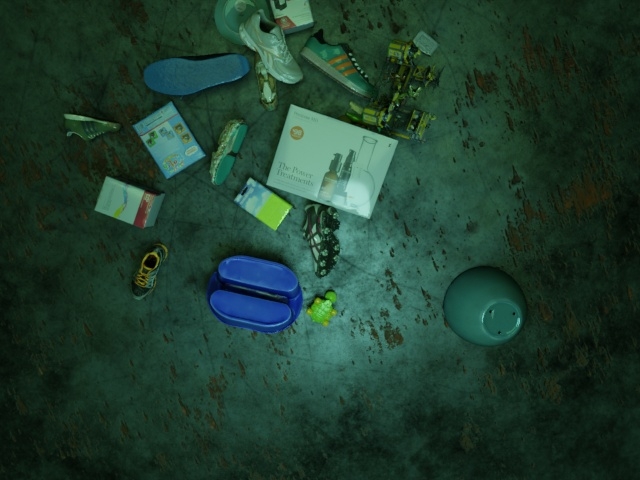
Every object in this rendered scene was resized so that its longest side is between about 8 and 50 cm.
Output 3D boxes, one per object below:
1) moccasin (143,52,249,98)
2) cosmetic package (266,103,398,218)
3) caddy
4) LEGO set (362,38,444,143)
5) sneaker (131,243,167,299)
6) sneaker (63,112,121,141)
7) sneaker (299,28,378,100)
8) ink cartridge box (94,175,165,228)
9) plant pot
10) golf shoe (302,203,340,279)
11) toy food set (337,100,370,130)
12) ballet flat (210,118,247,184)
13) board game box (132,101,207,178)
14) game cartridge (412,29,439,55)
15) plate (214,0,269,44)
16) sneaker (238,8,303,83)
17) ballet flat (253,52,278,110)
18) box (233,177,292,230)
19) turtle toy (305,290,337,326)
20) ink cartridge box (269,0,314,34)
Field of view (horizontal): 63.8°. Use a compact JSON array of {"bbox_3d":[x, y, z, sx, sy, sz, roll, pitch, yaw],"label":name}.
[{"bbox_3d":[-0.406,-0.548,1.714,0.342,0.117,0.137,-5,110,-5],"label":"moccasin"},{"bbox_3d":[0.037,-0.269,1.750,0.377,0.097,0.284,18,103,-3],"label":"cosmetic package"},{"bbox_3d":[-0.227,0.187,1.786,0.341,0.179,0.241,13,73,-3],"label":"caddy"},{"bbox_3d":[0.296,-0.468,1.664,0.192,0.255,0.331,22,85,23],"label":"LEGO set"},{"bbox_3d":[-0.615,0.111,1.811,0.084,0.083,0.215,24,98,-6],"label":"sneaker"},{"bbox_3d":[-0.780,-0.377,1.755,0.192,0.064,0.086,10,105,-2],"label":"sneaker"},{"bbox_3d":[0.083,-0.588,1.718,0.302,0.108,0.121,34,100,-4],"label":"sneaker"},{"bbox_3d":[-0.648,-0.133,1.753,0.176,0.128,0.127,21,97,-4],"label":"ink cartridge box"},{"bbox_3d":[0.599,0.250,1.799,0.290,0.195,0.290,0,98,-2],"label":"plant pot"},{"bbox_3d":[0.000,0.000,1.811,0.120,0.105,0.272,22,119,38],"label":"golf shoe"},{"bbox_3d":[0.109,-0.374,1.782,0.132,0.038,0.192,29,96,-5],"label":"toy food set"},{"bbox_3d":[-0.328,-0.309,1.772,0.077,0.091,0.241,28,92,26],"label":"ballet flat"},{"bbox_3d":[-0.518,-0.344,1.773,0.160,0.039,0.211,-31,97,3],"label":"board game box"},{"bbox_3d":[0.358,-0.674,1.759,0.083,0.017,0.056,38,92,-5],"label":"game cartridge"},{"bbox_3d":[-0.265,-0.758,1.730,0.188,0.024,0.188,0,98,0],"label":"plate"},{"bbox_3d":[-0.146,-0.631,1.677,0.262,0.121,0.099,42,52,-14],"label":"sneaker"},{"bbox_3d":[-0.181,-0.545,1.738,0.073,0.067,0.206,-13,97,1],"label":"ballet flat"},{"bbox_3d":[-0.201,-0.129,1.806,0.178,0.042,0.109,35,95,-5],"label":"box"},{"bbox_3d":[0.012,0.240,1.849,0.095,0.066,0.130,37,95,-5],"label":"turtle toy"},{"bbox_3d":[-0.104,-0.789,1.705,0.127,0.072,0.175,-15,98,2],"label":"ink cartridge box"}]
